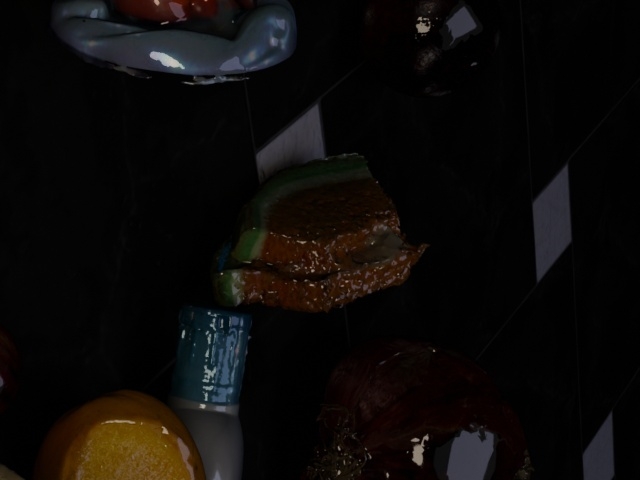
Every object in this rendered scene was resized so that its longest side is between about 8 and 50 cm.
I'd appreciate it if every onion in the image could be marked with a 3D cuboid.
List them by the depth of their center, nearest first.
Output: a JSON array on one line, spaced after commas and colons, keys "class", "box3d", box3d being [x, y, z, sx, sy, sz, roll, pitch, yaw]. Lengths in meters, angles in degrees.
[{"class": "onion", "box3d": [0.087, 0.237, 1.746, 0.281, 0.221, 0.281, -2, 92, -44]}]

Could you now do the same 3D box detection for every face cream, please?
[{"class": "face cream", "box3d": [-0.112, 0.222, 1.467, 0.163, 0.080, 0.337, -156, -106, -80]}]

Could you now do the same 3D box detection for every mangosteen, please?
[{"class": "mangosteen", "box3d": [0.105, -0.221, 1.729, 0.152, 0.152, 0.152, -27, 122, -56]}]

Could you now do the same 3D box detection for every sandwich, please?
[{"class": "sandwich", "box3d": [-0.011, -0.005, 1.568, 0.235, 0.159, 0.079, -22, 124, -35]}]

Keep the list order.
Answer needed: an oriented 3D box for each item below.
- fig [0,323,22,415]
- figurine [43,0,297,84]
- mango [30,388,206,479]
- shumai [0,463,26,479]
[{"class": "fig", "box3d": [-0.269, 0.077, 1.199, 0.125, 0.089, 0.089, 42, 59, -30]}, {"class": "figurine", "box3d": [-0.113, -0.336, 1.216, 0.276, 0.248, 0.388, -39, 141, -55]}, {"class": "mango", "box3d": [-0.161, 0.219, 1.361, 0.102, 0.141, 0.217, -79, 176, -75]}, {"class": "shumai", "box3d": [-0.230, 0.322, 1.104, 0.262, 0.314, 0.267, -50, 175, -39]}]
